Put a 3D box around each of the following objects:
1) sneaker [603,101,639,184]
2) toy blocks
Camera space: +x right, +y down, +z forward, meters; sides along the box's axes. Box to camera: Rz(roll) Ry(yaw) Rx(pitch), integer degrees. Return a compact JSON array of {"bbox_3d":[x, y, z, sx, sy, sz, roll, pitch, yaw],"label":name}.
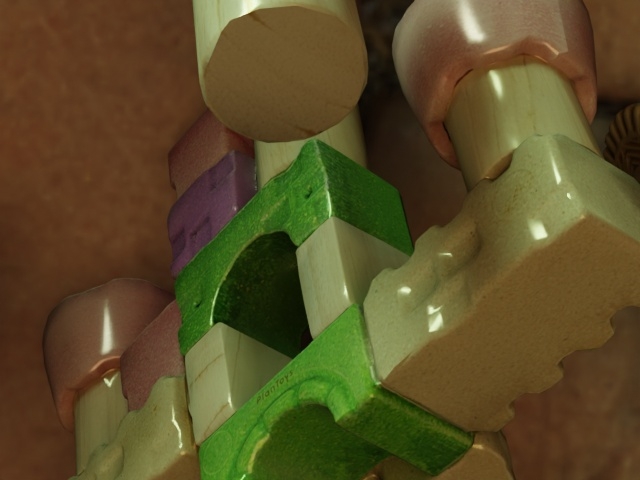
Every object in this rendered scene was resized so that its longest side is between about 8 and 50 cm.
[{"bbox_3d":[0.237,0.047,0.585,0.153,0.099,0.282,-19,69,-19],"label":"sneaker"},{"bbox_3d":[0.000,0.000,0.581,0.309,0.260,0.288,29,120,-29],"label":"toy blocks"}]
